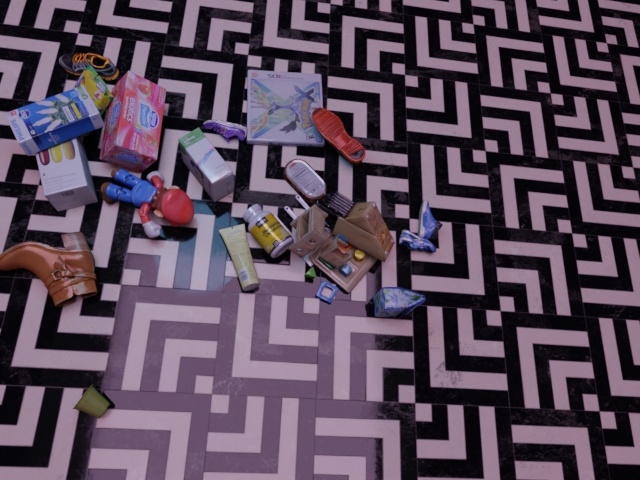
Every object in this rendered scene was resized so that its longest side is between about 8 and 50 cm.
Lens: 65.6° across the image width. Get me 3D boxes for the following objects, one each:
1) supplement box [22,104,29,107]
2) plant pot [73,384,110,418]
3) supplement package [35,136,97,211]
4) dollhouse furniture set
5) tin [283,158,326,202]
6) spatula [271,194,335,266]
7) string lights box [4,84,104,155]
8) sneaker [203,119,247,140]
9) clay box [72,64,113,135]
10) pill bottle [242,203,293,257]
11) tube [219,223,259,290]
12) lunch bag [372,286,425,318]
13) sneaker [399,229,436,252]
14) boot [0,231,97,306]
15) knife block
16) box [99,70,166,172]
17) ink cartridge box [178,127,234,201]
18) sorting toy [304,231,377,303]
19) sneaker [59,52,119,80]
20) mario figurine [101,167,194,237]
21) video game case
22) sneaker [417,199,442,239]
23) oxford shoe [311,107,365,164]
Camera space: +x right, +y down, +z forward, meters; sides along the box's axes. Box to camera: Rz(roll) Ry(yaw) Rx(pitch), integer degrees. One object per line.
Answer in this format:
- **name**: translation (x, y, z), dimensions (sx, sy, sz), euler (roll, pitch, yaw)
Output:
- **supplement box**: translation (-1.016, -0.433, 1.778), dimensions (0.083, 0.056, 0.083), euler (-1, 70, -9)
- **plant pot**: translation (-0.676, 0.488, 1.484), dimensions (0.079, 0.083, 0.083), euler (36, 68, -7)
- **supplement package**: translation (-0.869, -0.247, 1.690), dimensions (0.139, 0.134, 0.244), euler (-17, 73, -15)
- **dollhouse furniture set**: translation (0.000, 0.000, 1.699), dimensions (0.183, 0.129, 0.129), euler (35, 36, -29)
- **tin**: translation (-0.057, -0.226, 1.862), dimensions (0.106, 0.040, 0.190), euler (-40, 80, -24)
- **spatula**: translation (-0.053, -0.044, 1.801), dimensions (0.168, 0.019, 0.242), euler (-39, 81, -18)
- **string lights box**: translation (-0.868, -0.395, 1.633), dimensions (0.259, 0.077, 0.133), euler (-29, 72, -19)
- **sneaker**: translation (-0.362, -0.412, 1.869), dimensions (0.169, 0.068, 0.071), euler (13, 95, 6)
- **clay box**: translation (-0.824, -0.495, 1.763), dimensions (0.222, 0.053, 0.127), euler (-44, 79, 21)
- **pill bottle**: translation (-0.186, -0.036, 1.734), dimensions (0.103, 0.103, 0.184), euler (-39, 80, -19)
- **tube**: translation (-0.272, 0.055, 1.717), dimensions (0.070, 0.062, 0.240), euler (8, 54, -53)
- **lunch bag**: translation (0.268, 0.214, 1.697), dimensions (0.151, 0.129, 0.096), euler (-1, 71, -11)
- **sneaker**: translation (0.354, 0.017, 1.826), dimensions (0.144, 0.053, 0.059), euler (26, 67, 10)
- **boot**: translation (-0.867, 0.111, 1.587), dimensions (0.283, 0.109, 0.220), euler (-15, 77, -21)
- **knife block**: translation (0.102, -0.048, 1.756), dimensions (0.276, 0.242, 0.088), euler (59, 45, -27)
- **box**: translation (-0.656, -0.414, 1.752), dimensions (0.154, 0.142, 0.300), euler (20, 62, -41)
- **ink cartridge box**: translation (-0.401, -0.264, 1.757), dimensions (0.093, 0.154, 0.212), euler (-36, 79, -19)
- **sorting toy**: translation (0.087, 0.057, 1.762), dimensions (0.196, 0.047, 0.348), euler (41, 69, 2)
- **sneaker**: translation (-0.876, -0.672, 1.875), dimensions (0.214, 0.083, 0.084), euler (8, 70, -4)
- **mario figurine**: translation (-0.582, -0.128, 1.721), dimensions (0.320, 0.170, 0.198), euler (22, 104, 11)
- **video game case**: translation (-0.138, -0.523, 1.957), dimensions (0.299, 0.036, 0.329), euler (1, 70, -8)
- **sneaker**: translation (0.415, -0.076, 1.863), dimensions (0.084, 0.058, 0.152), euler (8, 73, 0)
- **oxford shoe**: translation (0.059, -0.390, 1.906), dimensions (0.097, 0.098, 0.271), euler (-37, 83, -10)
